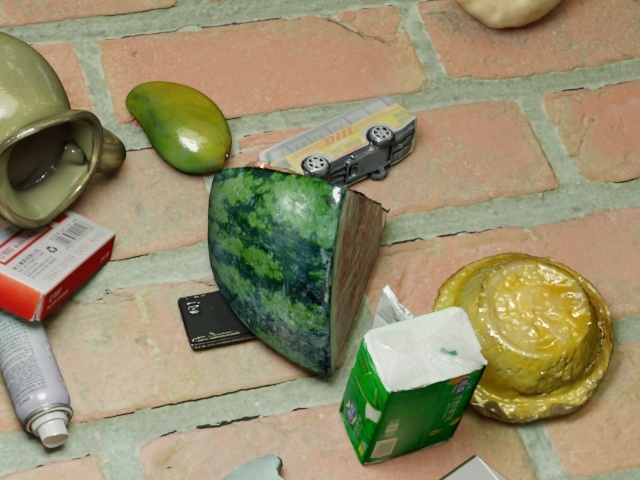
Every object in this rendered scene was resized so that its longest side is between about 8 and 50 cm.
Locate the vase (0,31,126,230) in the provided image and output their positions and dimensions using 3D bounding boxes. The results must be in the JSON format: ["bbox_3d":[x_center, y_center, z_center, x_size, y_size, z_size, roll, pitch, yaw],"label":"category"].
[{"bbox_3d":[-0.414,-0.153,1.985,0.302,0.241,0.329,31,17,32],"label":"vase"}]

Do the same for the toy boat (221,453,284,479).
[{"bbox_3d":[-0.091,0.366,1.777,0.134,0.079,0.208,41,48,10],"label":"toy boat"}]

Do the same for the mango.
[{"bbox_3d":[-0.209,-0.180,2.122,0.122,0.085,0.191,-25,63,-20],"label":"mango"}]

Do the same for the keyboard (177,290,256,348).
[{"bbox_3d":[-0.084,0.096,1.985,0.230,0.025,0.093,-10,59,-16],"label":"keyboard"}]

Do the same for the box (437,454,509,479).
[{"bbox_3d":[0.191,0.387,1.697,0.177,0.148,0.195,37,17,17],"label":"box"}]

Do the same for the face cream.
[{"bbox_3d":[-0.388,0.170,1.855,0.075,0.075,0.229,-15,59,-19],"label":"face cream"}]

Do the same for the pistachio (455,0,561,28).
[{"bbox_3d":[0.348,-0.479,2.369,0.318,0.214,0.193,-39,112,-40],"label":"pistachio"}]

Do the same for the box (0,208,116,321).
[{"bbox_3d":[-0.384,0.025,1.915,0.123,0.050,0.229,23,28,8],"label":"box"}]

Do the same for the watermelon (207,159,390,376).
[{"bbox_3d":[-0.028,0.030,1.961,0.283,0.293,0.250,28,92,41],"label":"watermelon"}]

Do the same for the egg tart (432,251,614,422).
[{"bbox_3d":[0.287,0.123,1.976,0.288,0.118,0.288,3,59,-5],"label":"egg tart"}]

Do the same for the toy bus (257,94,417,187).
[{"bbox_3d":[0.024,-0.131,2.125,0.268,0.092,0.106,-27,55,-25],"label":"toy bus"}]

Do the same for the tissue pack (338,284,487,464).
[{"bbox_3d":[0.110,0.173,1.849,0.148,0.209,0.156,-12,57,-16],"label":"tissue pack"}]
